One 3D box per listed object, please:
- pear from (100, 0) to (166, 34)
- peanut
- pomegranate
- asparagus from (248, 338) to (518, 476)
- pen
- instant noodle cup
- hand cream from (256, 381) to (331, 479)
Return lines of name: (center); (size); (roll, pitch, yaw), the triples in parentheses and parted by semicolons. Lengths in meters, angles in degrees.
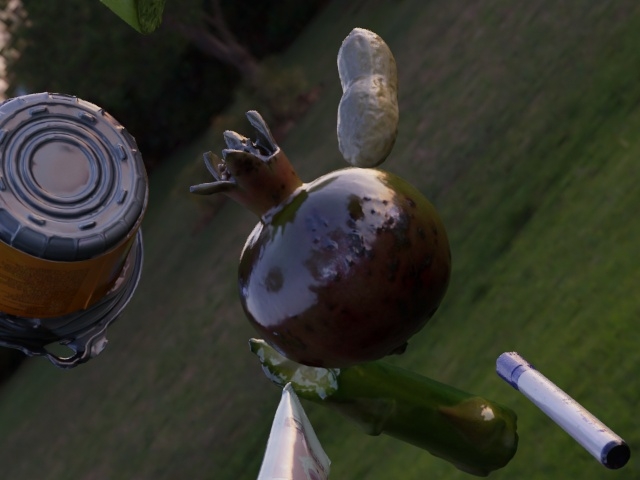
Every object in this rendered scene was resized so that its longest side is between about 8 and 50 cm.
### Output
pear: (-0.161, -0.316, 1.190); (0.239, 0.139, 0.288); (-105, 32, -75)
peanut: (0.025, -0.077, 0.794); (0.037, 0.037, 0.083); (-42, 45, 49)
pomegranate: (0.005, 0.000, 0.848); (0.129, 0.159, 0.129); (-20, 33, 14)
asparagus: (0.080, 0.160, 1.445); (0.082, 0.343, 0.085); (-58, 33, 8)
pen: (0.234, 0.164, 1.450); (0.033, 0.033, 0.269); (-52, 20, 2)
instant noodle cup: (-0.197, -0.025, 1.036); (0.178, 0.208, 0.125); (-34, -7, -32)
hand cream: (-0.031, 0.207, 1.150); (0.058, 0.085, 0.331); (-28, 10, 10)
